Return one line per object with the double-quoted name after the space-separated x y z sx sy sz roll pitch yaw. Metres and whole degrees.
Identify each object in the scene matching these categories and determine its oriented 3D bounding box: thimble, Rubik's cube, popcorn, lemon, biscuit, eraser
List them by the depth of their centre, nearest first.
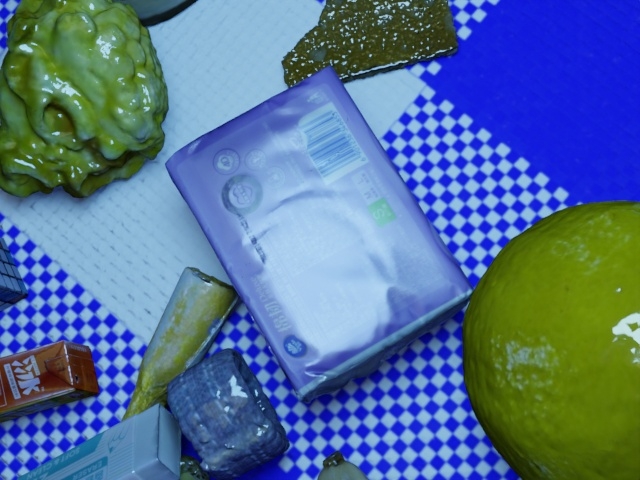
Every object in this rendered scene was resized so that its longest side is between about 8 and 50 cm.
0.338 0.130 1.035 0.364 0.364 0.364 -1 79 7 "lemon"
-0.111 0.209 1.199 0.097 0.150 0.150 -30 77 -1 "thimble"
-0.273 0.289 1.208 0.225 0.052 0.096 -29 34 14 "eraser"
-0.298 -0.173 1.273 0.225 0.174 0.286 21 110 5 "popcorn"
-0.453 0.048 1.303 0.092 0.092 0.092 -27 77 2 "Rubik's cube"
0.058 -0.281 1.336 0.236 0.026 0.131 -14 76 5 "biscuit"

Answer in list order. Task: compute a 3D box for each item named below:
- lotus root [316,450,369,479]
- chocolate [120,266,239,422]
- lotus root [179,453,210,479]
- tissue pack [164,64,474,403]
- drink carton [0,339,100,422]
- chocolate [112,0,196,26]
0.039 0.326 1.199 0.073 0.062 0.150 -25 75 2 "lotus root"
-0.183 0.143 1.264 0.085 0.085 0.219 27 89 12 "chocolate"
-0.214 0.334 1.220 0.183 0.077 0.090 -37 35 -2 "lotus root"
0.000 0.000 1.219 0.242 0.160 0.338 -29 78 -5 "tissue pack"
-0.403 0.190 1.267 0.222 0.096 0.071 -17 77 5 "drink carton"
-0.277 -0.475 1.286 0.314 0.297 0.326 -33 76 -5 "chocolate"
